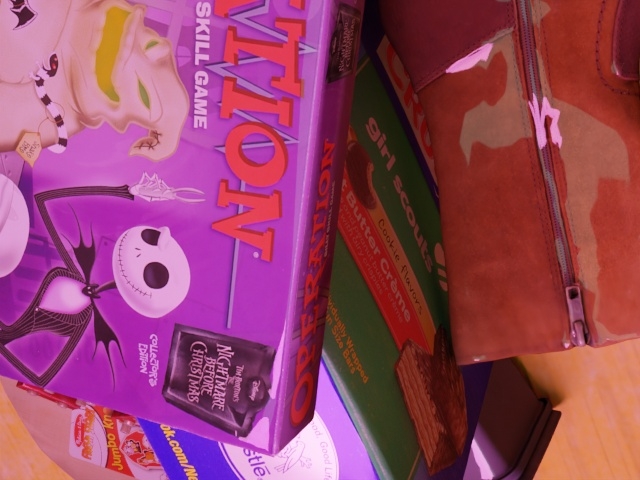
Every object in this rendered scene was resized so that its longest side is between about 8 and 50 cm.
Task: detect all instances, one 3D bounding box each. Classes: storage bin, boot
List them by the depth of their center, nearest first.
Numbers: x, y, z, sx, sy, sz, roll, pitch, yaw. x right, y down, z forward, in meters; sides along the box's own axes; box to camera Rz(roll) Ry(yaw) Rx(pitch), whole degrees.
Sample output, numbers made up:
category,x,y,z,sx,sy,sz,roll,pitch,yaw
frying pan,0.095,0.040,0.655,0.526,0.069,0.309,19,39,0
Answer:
category,x,y,z,sx,sy,sz,roll,pitch,yaw
boot,0.170,-0.088,0.594,0.264,0.096,0.280,-14,86,5
storage bin,0.097,0.123,0.790,0.098,0.135,0.091,-28,94,29

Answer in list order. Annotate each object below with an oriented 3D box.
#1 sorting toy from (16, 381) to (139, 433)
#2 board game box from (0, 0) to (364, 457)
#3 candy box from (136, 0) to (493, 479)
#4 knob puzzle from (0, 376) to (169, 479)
category,x,y,z,sx,sy,sz,roll,pitch,yaw
sorting toy,-0.146,0.105,0.801,0.132,0.046,0.274,27,159,-21
board game box,-0.084,-0.107,0.423,0.208,0.056,0.346,11,107,15
candy box,0.000,0.000,0.643,0.122,0.317,0.268,-16,110,23
knob puzzle,-0.174,0.136,0.938,0.213,0.030,0.213,8,119,14
